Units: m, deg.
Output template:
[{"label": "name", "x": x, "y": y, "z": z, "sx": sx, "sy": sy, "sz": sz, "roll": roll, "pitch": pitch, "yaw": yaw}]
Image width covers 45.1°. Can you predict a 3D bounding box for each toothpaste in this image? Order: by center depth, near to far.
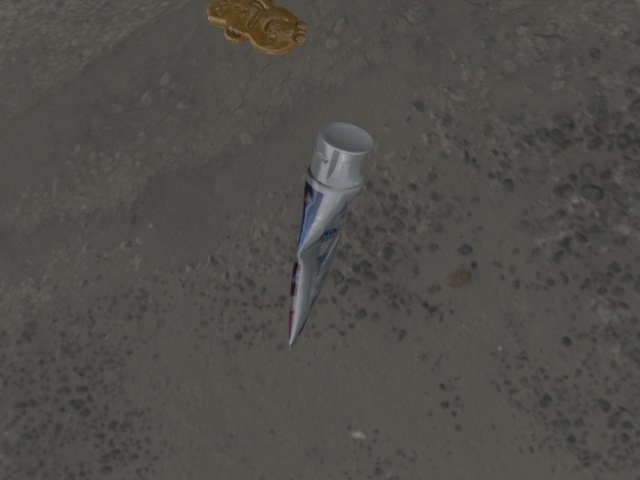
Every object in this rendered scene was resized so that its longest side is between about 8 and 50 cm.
[{"label": "toothpaste", "x": 0.000, "y": 0.000, "z": 0.844, "sx": 0.061, "sy": 0.096, "sz": 0.266, "roll": 20, "pitch": 127, "yaw": 9}]

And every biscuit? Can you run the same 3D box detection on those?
[{"label": "biscuit", "x": -0.119, "y": -0.403, "z": 1.416, "sx": 0.184, "sy": 0.027, "sz": 0.133, "roll": 42, "pitch": 66, "yaw": 11}]
